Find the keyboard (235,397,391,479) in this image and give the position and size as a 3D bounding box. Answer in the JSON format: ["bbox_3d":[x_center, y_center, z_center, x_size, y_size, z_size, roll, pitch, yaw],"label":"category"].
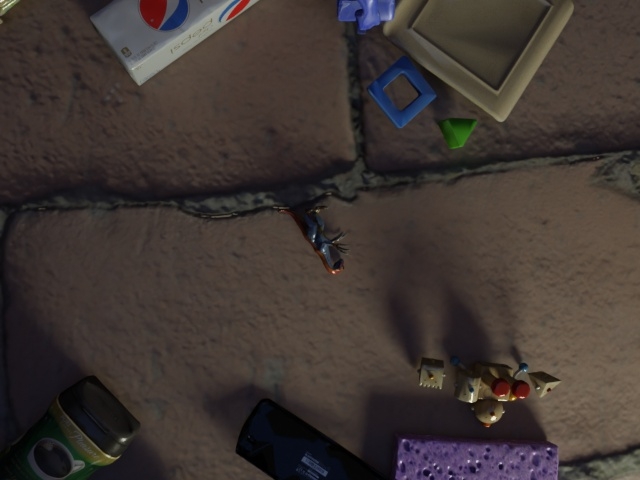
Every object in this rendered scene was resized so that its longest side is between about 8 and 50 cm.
[{"bbox_3d":[-0.016,0.278,0.753,0.192,0.038,0.100,34,71,3],"label":"keyboard"}]

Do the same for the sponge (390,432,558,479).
[{"bbox_3d":[0.187,0.304,0.785,0.210,0.031,0.117,6,88,-8],"label":"sponge"}]

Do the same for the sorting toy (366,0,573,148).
[{"bbox_3d":[0.193,-0.271,0.784,0.196,0.047,0.347,34,85,-11],"label":"sorting toy"}]

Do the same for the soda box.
[{"bbox_3d":[-0.145,-0.272,0.719,0.216,0.069,0.074,-38,95,-8],"label":"soda box"}]

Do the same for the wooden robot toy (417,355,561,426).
[{"bbox_3d":[0.202,0.192,0.772,0.173,0.076,0.079,6,100,-8],"label":"wooden robot toy"}]

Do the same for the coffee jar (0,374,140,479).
[{"bbox_3d":[-0.290,0.237,0.687,0.184,0.079,0.096,-42,92,-6],"label":"coffee jar"}]

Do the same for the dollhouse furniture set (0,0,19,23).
[{"bbox_3d":[-0.396,-0.314,0.687,0.182,0.101,0.161,-41,71,-6],"label":"dollhouse furniture set"}]

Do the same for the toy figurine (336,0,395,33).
[{"bbox_3d":[0.015,-0.344,0.718,0.191,0.217,0.362,-8,47,5],"label":"toy figurine"}]

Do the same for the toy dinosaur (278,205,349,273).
[{"bbox_3d":[0.000,0.000,0.765,0.090,0.047,0.082,1,100,24],"label":"toy dinosaur"}]
